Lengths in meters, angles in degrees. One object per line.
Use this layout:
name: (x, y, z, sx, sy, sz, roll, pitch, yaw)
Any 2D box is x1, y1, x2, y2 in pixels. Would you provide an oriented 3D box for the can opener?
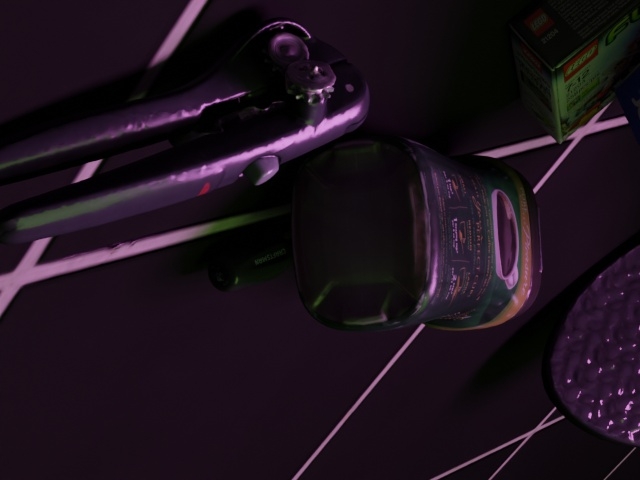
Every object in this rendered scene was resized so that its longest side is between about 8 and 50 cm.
can opener: (-0.056, -0.037, 0.788, 0.186, 0.059, 0.073, -26, 157, -40)

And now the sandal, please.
sandal: (0.358, 0.029, 1.628, 0.445, 0.167, 0.107, -34, 178, -20)

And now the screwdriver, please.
screwdriver: (0.000, 0.000, 1.043, 0.170, 0.025, 0.024, -16, 150, -50)

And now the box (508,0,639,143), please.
box: (0.192, -0.146, 1.068, 0.207, 0.036, 0.114, -40, 162, -3)

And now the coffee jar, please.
coffee jar: (0.055, -0.001, 1.033, 0.079, 0.096, 0.184, -4, 176, 24)

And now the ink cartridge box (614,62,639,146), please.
ink cartridge box: (0.335, -0.099, 1.007, 0.270, 0.151, 0.395, -16, 167, -22)
